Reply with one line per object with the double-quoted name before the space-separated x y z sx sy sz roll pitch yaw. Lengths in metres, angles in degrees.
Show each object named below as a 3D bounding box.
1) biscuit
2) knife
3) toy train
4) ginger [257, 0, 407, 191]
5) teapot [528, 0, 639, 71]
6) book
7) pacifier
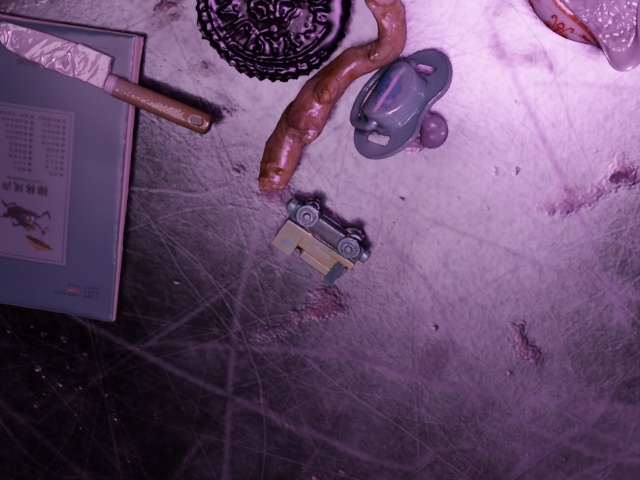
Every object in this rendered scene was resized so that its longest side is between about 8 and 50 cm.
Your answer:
"biscuit" -0.054 -0.280 1.151 0.194 0.053 0.194 2 104 7
"knife" -0.265 -0.202 1.187 0.298 0.017 0.047 22 104 2
"toy train" 0.000 0.000 1.223 0.122 0.050 0.081 36 111 -4
"ginger" 0.008 -0.168 1.139 0.075 0.089 0.288 33 119 -14
"teapot" 0.296 -0.309 1.072 0.159 0.116 0.245 -21 104 25
"book" -0.370 -0.090 1.252 0.264 0.031 0.379 11 106 5
"pacifier" 0.103 -0.149 1.156 0.116 0.127 0.150 36 77 -41
